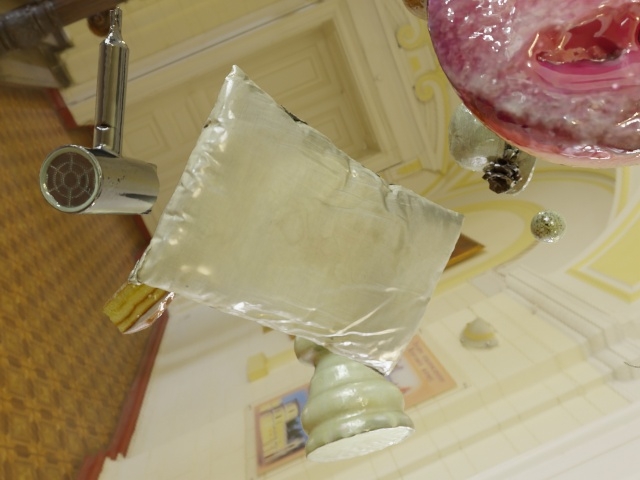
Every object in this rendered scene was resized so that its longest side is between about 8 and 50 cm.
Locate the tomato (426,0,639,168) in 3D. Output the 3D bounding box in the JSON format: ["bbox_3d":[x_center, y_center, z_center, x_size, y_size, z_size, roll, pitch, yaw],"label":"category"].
[{"bbox_3d":[0.248,-0.226,0.507,0.176,0.289,0.335,14,78,-74],"label":"tomato"}]

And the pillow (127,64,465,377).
[{"bbox_3d":[0.000,0.000,0.393,0.229,0.148,0.050,27,-14,-31],"label":"pillow"}]

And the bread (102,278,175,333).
[{"bbox_3d":[-0.378,0.094,1.318,0.110,0.234,0.184,44,14,-8],"label":"bread"}]

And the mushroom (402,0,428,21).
[{"bbox_3d":[0.323,-0.589,1.306,0.278,0.277,0.146,109,-17,-87],"label":"mushroom"}]

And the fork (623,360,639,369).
[{"bbox_3d":[0.689,0.239,1.077,0.219,0.033,0.029,161,-62,-63],"label":"fork"}]

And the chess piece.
[{"bbox_3d":[0.025,0.155,0.766,0.144,0.144,0.252,70,5,-59],"label":"chess piece"}]

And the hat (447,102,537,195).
[{"bbox_3d":[0.324,-0.211,1.112,0.257,0.129,0.258,178,-90,-89],"label":"hat"}]

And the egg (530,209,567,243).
[{"bbox_3d":[0.569,-0.035,1.390,0.110,0.085,0.085,-16,81,-53],"label":"egg"}]

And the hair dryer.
[{"bbox_3d":[-0.248,-0.155,0.701,0.195,0.077,0.249,-16,113,-80],"label":"hair dryer"}]
